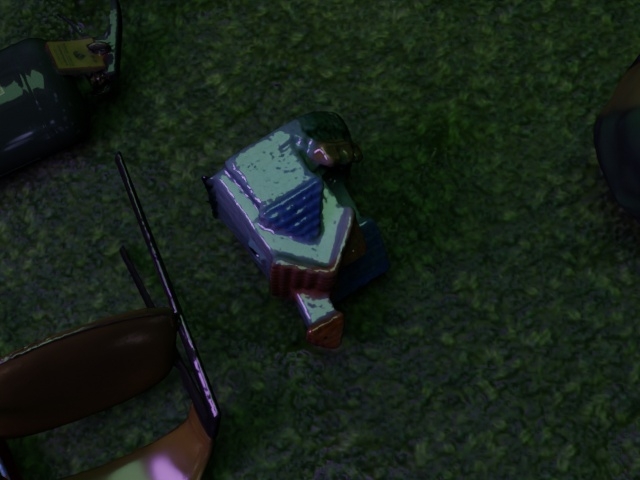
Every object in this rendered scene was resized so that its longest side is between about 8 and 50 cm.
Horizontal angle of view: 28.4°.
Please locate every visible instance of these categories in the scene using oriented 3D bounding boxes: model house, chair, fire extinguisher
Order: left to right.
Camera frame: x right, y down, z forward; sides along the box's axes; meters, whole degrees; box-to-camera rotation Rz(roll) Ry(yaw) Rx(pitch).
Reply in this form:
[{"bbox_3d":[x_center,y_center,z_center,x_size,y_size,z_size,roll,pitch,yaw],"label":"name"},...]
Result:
[{"bbox_3d":[-0.291,-0.095,1.029,0.311,0.095,0.114,-24,74,-2],"label":"fire extinguisher"},{"bbox_3d":[-0.171,0.097,0.896,0.158,0.172,0.247,-19,61,-15],"label":"chair"},{"bbox_3d":[0.000,0.000,0.933,0.119,0.148,0.149,-27,79,-9],"label":"model house"}]

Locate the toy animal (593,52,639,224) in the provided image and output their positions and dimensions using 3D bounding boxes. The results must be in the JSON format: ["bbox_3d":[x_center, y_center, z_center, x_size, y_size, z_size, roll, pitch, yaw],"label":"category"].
[{"bbox_3d":[0.357,-0.116,0.896,0.338,0.216,0.191,-38,94,-5],"label":"toy animal"}]

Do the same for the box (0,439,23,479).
[{"bbox_3d":[-0.281,0.185,0.934,0.112,0.048,0.175,-29,66,-4],"label":"box"}]
